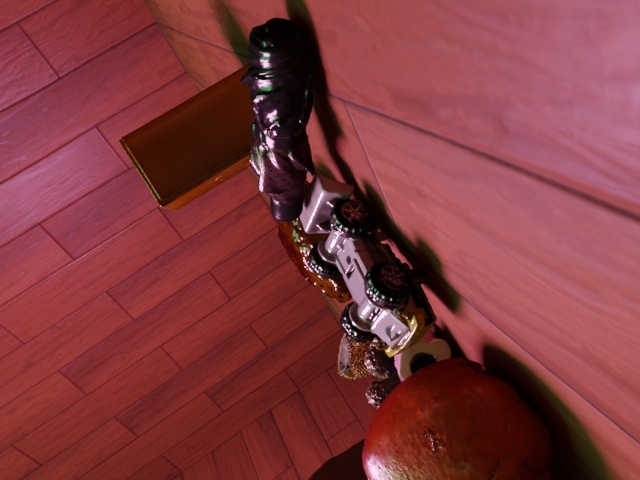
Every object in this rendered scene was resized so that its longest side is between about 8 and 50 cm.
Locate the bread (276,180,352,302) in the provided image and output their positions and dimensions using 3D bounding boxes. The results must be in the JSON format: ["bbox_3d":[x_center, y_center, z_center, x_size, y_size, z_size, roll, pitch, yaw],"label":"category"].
[{"bbox_3d":[-0.001,-0.004,0.912,0.247,0.135,0.232,51,171,44],"label":"bread"}]

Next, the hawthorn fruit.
[{"bbox_3d":[0.143,0.287,0.621,0.211,0.299,0.211,52,-171,-11],"label":"hawthorn fruit"}]

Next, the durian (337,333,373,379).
[{"bbox_3d":[0.149,0.381,1.738,0.193,0.137,0.238,134,145,-76],"label":"durian"}]

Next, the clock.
[{"bbox_3d":[0.188,0.229,0.839,0.194,0.100,0.195,57,-178,-3],"label":"clock"}]

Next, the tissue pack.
[{"bbox_3d":[-0.203,-0.187,0.899,0.145,0.274,0.194,58,173,-9],"label":"tissue pack"}]

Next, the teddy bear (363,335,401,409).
[{"bbox_3d":[0.163,0.255,1.031,0.251,0.129,0.182,-63,-27,-71],"label":"teddy bear"}]

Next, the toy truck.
[{"bbox_3d":[0.062,0.028,0.709,0.286,0.111,0.136,63,146,29],"label":"toy truck"}]

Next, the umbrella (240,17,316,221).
[{"bbox_3d":[-0.053,-0.136,0.645,0.326,0.094,0.090,96,170,-55],"label":"umbrella"}]

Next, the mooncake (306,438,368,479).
[{"bbox_3d":[0.175,0.514,0.726,0.467,0.466,0.263,-142,63,-70],"label":"mooncake"}]
